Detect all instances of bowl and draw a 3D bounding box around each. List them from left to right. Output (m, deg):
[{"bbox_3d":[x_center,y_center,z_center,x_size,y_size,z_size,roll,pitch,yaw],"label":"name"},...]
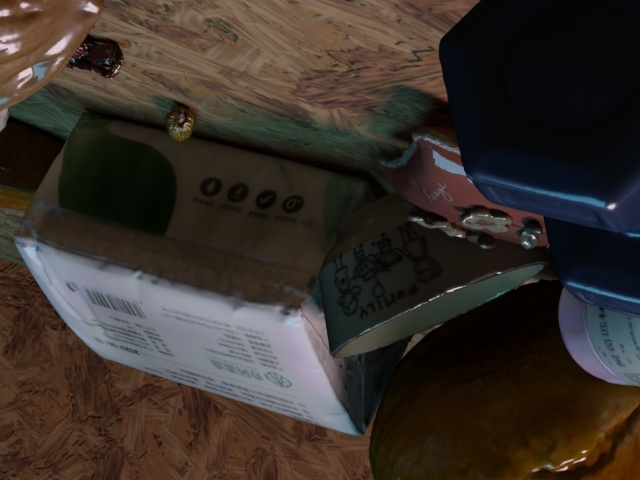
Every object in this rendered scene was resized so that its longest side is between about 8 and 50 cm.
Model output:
[{"bbox_3d":[0.085,0.017,1.502,0.211,0.112,0.211,-23,172,-4],"label":"bowl"}]

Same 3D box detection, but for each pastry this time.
[{"bbox_3d":[0.201,0.168,1.638,0.356,0.356,0.164,7,129,50],"label":"pastry"}]

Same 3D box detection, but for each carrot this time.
[{"bbox_3d":[-0.383,-0.090,2.034,0.258,0.100,0.307,9,174,38],"label":"carrot"}]

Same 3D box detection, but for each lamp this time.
[{"bbox_3d":[-0.210,-0.163,1.434,0.083,0.031,0.063,24,169,-8],"label":"lamp"}]

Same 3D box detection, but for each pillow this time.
[{"bbox_3d":[0.135,-0.037,1.342,0.171,0.075,0.179,20,169,-5],"label":"pillow"}]

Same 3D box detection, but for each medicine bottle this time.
[{"bbox_3d":[0.295,0.062,1.433,0.135,0.135,0.168,21,170,-15],"label":"medicine bottle"}]

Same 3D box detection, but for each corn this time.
[{"bbox_3d":[-0.134,-0.111,1.589,0.028,0.027,0.083,36,172,-1],"label":"corn"}]

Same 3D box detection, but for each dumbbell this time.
[{"bbox_3d":[0.180,-0.050,0.995,0.143,0.156,0.316,-16,160,16],"label":"dumbbell"}]

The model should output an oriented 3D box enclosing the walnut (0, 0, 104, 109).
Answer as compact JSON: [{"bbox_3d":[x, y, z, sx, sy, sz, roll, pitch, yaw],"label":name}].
[{"bbox_3d":[-0.222,-0.167,0.966,0.213,0.213,0.213,18,171,3],"label":"walnut"}]

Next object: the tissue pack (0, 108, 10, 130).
[{"bbox_3d":[-0.420,-0.190,1.383,0.343,0.125,0.242,19,171,-4],"label":"tissue pack"}]

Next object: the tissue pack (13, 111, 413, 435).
[{"bbox_3d":[-0.104,0.034,1.726,0.356,0.194,0.266,14,151,26],"label":"tissue pack"}]
